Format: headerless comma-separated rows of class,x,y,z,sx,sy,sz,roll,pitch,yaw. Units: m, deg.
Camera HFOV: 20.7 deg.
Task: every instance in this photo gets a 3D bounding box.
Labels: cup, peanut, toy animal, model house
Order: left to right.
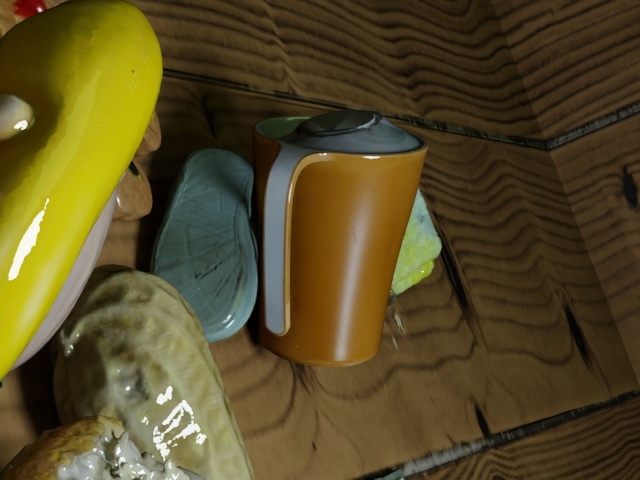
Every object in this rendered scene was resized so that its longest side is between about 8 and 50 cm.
toy animal,-0.245,-0.057,1.083,0.247,0.277,0.345,27,5,-2
peanut,-0.138,0.175,1.455,0.153,0.140,0.325,17,55,-63
model house,0.000,0.000,2.008,0.211,0.170,0.194,-33,108,-40
cup,0.001,-0.005,1.822,0.226,0.182,0.264,-23,122,-61

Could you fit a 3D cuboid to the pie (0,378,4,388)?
pie,-0.334,0.048,1.210,0.296,0.078,0.371,61,21,-15

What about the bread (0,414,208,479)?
bread,-0.167,0.263,1.255,0.274,0.149,0.274,30,53,-51

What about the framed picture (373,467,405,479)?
framed picture,0.075,0.368,1.920,0.281,0.019,0.209,-5,73,-67

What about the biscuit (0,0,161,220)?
biscuit,-0.251,-0.172,1.662,0.334,0.047,0.202,52,26,-32

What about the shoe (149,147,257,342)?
shoe,-0.110,0.018,1.747,0.100,0.103,0.251,89,3,-47
